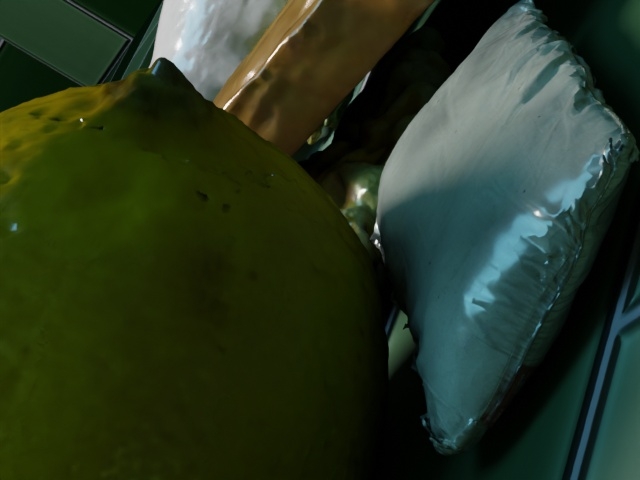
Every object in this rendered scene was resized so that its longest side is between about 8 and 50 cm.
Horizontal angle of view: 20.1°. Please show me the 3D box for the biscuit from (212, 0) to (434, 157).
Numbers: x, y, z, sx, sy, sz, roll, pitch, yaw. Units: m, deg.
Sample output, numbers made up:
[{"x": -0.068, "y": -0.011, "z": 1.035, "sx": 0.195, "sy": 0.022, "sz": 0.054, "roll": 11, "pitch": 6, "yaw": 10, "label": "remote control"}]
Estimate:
[{"x": 0.022, "y": -0.124, "z": 0.959, "sx": 0.312, "sy": 0.057, "sz": 0.351, "roll": -51, "pitch": 4, "yaw": -33, "label": "biscuit"}]

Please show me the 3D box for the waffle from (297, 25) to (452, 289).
[{"x": -0.002, "y": -0.002, "z": 0.924, "sx": 0.204, "sy": 0.054, "sz": 0.223, "roll": -48, "pitch": 14, "yaw": 42, "label": "waffle"}]

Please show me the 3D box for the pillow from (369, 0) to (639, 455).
[{"x": 0.064, "y": -0.017, "z": 0.694, "sx": 0.128, "sy": 0.051, "sz": 0.229, "roll": -60, "pitch": 13, "yaw": 17, "label": "pillow"}]

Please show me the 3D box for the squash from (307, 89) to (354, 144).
[{"x": 0.024, "y": -0.159, "z": 1.156, "sx": 0.090, "sy": 0.075, "sz": 0.200, "roll": 30, "pitch": 91, "yaw": 44, "label": "squash"}]

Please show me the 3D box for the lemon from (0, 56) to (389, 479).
[{"x": -0.093, "y": 0.067, "z": 0.708, "sx": 0.253, "sy": 0.228, "sz": 0.228, "roll": -66, "pitch": 13, "yaw": -14, "label": "lemon"}]

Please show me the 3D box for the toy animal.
[{"x": -0.067, "y": -0.090, "z": 1.252, "sx": 0.140, "sy": 0.138, "sz": 0.282, "roll": 150, "pitch": 142, "yaw": -82, "label": "toy animal"}]
